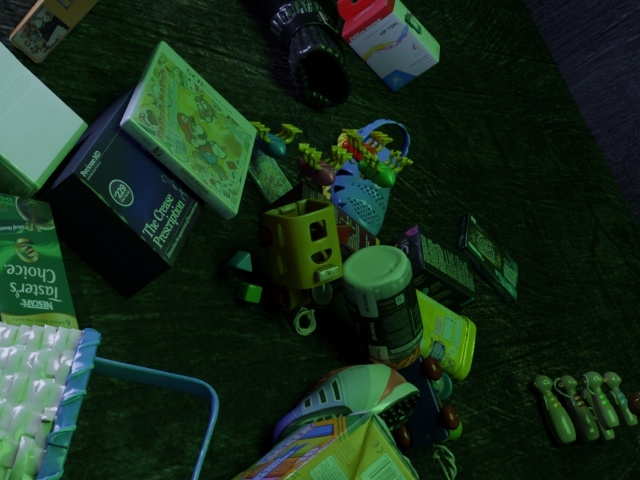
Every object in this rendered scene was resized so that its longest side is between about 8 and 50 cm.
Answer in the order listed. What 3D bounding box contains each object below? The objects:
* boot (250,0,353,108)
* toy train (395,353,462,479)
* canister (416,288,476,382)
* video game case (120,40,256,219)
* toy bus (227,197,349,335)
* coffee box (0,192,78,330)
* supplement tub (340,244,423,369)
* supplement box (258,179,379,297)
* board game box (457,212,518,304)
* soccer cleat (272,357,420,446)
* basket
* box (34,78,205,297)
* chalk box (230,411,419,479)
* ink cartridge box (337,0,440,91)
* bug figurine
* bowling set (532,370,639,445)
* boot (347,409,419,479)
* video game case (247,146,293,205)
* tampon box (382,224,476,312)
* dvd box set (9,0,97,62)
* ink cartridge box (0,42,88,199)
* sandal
[{"bbox_3d":[-0.066,-0.433,2.015,0.348,0.131,0.260,32,40,-38],"label":"boot"},{"bbox_3d":[0.199,0.321,1.768,0.143,0.105,0.248,27,41,-61],"label":"toy train"},{"bbox_3d":[0.196,0.169,1.893,0.170,0.073,0.126,32,59,-34],"label":"canister"},{"bbox_3d":[-0.183,-0.163,1.521,0.206,0.026,0.227,42,31,-24],"label":"video game case"},{"bbox_3d":[-0.018,0.037,1.601,0.202,0.104,0.191,34,78,-35],"label":"toy bus"},{"bbox_3d":[-0.363,0.032,1.266,0.113,0.040,0.184,13,53,-50],"label":"coffee box"},{"bbox_3d":[0.103,0.113,1.711,0.117,0.117,0.190,-71,153,-52],"label":"supplement tub"},{"bbox_3d":[0.000,0.000,1.750,0.188,0.104,0.080,38,35,-30],"label":"supplement box"},{"bbox_3d":[0.373,0.040,2.322,0.186,0.026,0.126,45,33,-21],"label":"board game box"},{"bbox_3d":[0.022,0.252,1.585,0.116,0.108,0.318,41,30,28],"label":"soccer cleat"},{"bbox_3d":[-0.259,0.213,1.067,0.289,0.201,0.254,16,42,-6],"label":"basket"},{"bbox_3d":[-0.259,-0.078,1.458,0.184,0.103,0.261,43,34,-19],"label":"box"},{"bbox_3d":[-0.009,0.346,1.314,0.179,0.289,0.180,-34,90,-26],"label":"chalk box"},{"bbox_3d":[0.143,-0.459,2.333,0.231,0.134,0.078,42,35,-24],"label":"ink cartridge box"},{"bbox_3d":[0.016,-0.143,1.789,0.279,0.072,0.216,2,22,-32],"label":"bug figurine"},{"bbox_3d":[0.604,0.332,2.239,0.287,0.200,0.154,14,51,-54],"label":"bowling set"},{"bbox_3d":[0.089,0.341,1.551,0.123,0.095,0.258,-63,143,-63],"label":"boot"},{"bbox_3d":[-0.092,-0.112,1.809,0.122,0.011,0.087,57,31,-2],"label":"video game case"},{"bbox_3d":[0.191,0.066,1.947,0.161,0.120,0.101,31,41,-37],"label":"tampon box"},{"bbox_3d":[-0.254,-0.459,1.488,0.062,0.420,0.307,41,34,-20],"label":"dvd box set"},{"bbox_3d":[-0.427,-0.177,1.348,0.235,0.056,0.171,44,33,-17],"label":"ink cartridge box"},{"bbox_3d":[0.093,-0.126,1.967,0.126,0.138,0.317,41,36,-29],"label":"sandal"}]
